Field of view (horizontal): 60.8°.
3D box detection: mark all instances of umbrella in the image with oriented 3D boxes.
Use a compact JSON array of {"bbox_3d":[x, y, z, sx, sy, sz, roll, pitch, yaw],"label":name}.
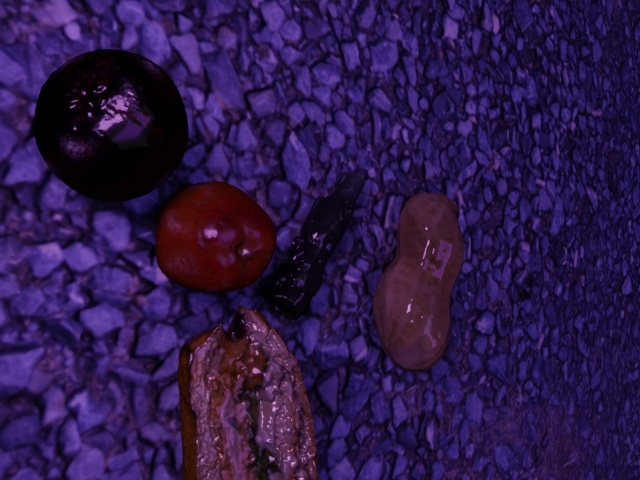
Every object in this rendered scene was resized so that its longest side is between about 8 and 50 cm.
[{"bbox_3d":[0.000,0.000,0.766,0.235,0.059,0.066,-61,145,-25],"label":"umbrella"}]

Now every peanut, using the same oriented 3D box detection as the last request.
[{"bbox_3d":[0.156,0.059,0.855,0.130,0.130,0.290,30,68,-36],"label":"peanut"}]

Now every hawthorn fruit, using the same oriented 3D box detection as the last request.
[{"bbox_3d":[-0.118,-0.001,0.614,0.133,0.138,0.132,-3,94,-43],"label":"hawthorn fruit"}]

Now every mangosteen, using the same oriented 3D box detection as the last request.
[{"bbox_3d":[-0.204,-0.111,0.552,0.152,0.152,0.152,1,89,-40],"label":"mangosteen"}]

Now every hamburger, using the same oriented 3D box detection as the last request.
[{"bbox_3d":[-0.089,0.214,0.625,0.144,0.156,0.283,-5,87,-20],"label":"hamburger"}]
